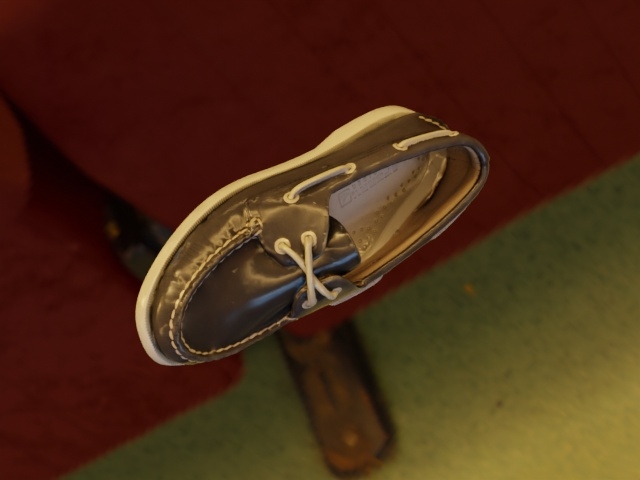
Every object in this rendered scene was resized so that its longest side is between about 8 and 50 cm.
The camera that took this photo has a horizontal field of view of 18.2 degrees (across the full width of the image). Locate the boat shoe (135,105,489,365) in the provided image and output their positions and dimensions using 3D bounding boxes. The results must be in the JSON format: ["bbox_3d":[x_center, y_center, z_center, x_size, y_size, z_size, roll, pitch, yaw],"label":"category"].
[{"bbox_3d":[0.000,0.000,0.601,0.125,0.046,0.038,-32,32,-32],"label":"boat shoe"}]
